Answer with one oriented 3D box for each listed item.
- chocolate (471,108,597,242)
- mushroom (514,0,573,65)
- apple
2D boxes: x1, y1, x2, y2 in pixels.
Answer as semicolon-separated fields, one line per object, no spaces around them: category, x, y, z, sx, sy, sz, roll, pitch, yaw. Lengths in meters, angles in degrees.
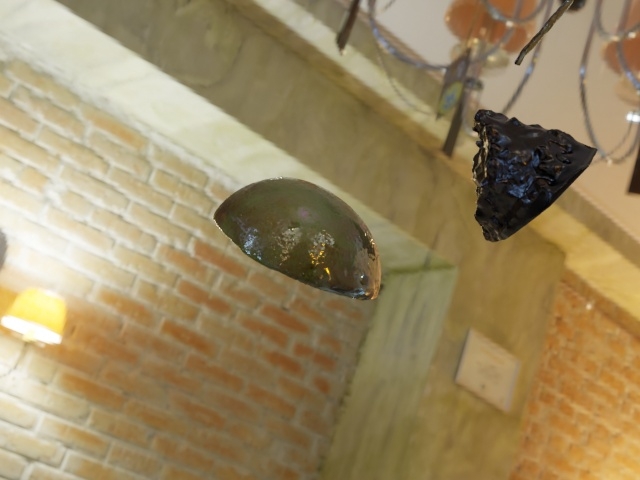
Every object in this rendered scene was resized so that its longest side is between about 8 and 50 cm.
chocolate;0.296;-0.128;1.581;0.177;0.206;0.224;45;-7;-1
mushroom;0.415;-0.402;1.607;0.026;0.286;0.028;39;-3;42
apple;0.000;0.000;1.315;0.265;0.120;0.193;17;18;-44
